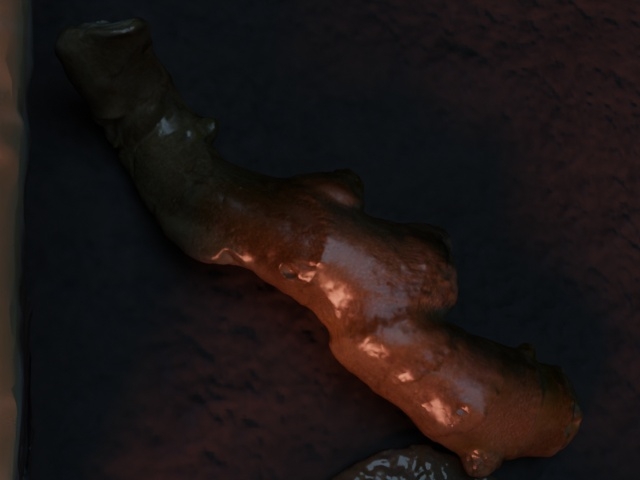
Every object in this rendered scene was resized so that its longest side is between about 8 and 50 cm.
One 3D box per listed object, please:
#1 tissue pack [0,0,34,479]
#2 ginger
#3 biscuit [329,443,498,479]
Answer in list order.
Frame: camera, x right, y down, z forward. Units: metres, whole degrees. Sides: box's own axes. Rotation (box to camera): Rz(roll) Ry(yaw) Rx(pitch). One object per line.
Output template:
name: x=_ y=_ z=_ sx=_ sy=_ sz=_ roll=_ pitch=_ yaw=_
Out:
tissue pack: x=-0.305 y=-0.018 z=0.615 sx=0.405 sy=0.205 sz=0.331 roll=2 pitch=73 yaw=-12
ginger: x=0.000 y=0.000 z=0.752 sx=0.288 sy=0.075 sz=0.089 roll=41 pitch=73 yaw=0
biscuit: x=0.043 y=0.146 z=0.736 sx=0.120 sy=0.015 sz=0.120 roll=4 pitch=69 yaw=-11
